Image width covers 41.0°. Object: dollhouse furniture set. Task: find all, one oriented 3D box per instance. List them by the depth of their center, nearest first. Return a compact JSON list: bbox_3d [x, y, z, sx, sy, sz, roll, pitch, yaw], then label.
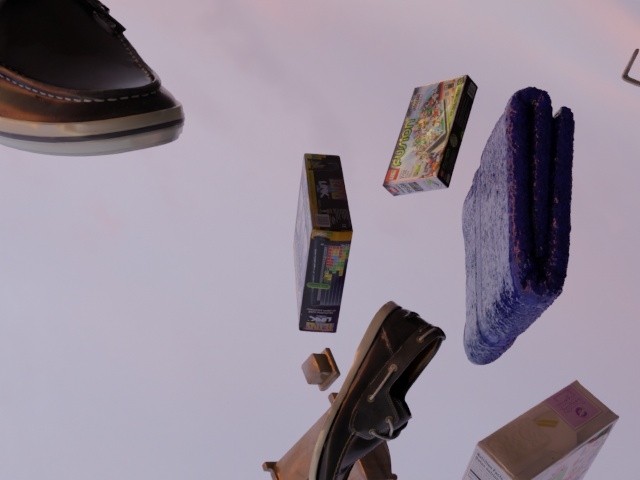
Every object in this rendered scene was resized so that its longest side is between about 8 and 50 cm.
[{"bbox_3d":[0.033,0.392,1.252,0.173,0.303,0.356,11,-137,-38],"label":"dollhouse furniture set"}]

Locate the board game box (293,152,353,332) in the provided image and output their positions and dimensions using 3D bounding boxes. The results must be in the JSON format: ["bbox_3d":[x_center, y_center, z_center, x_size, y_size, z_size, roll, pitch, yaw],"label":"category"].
[{"bbox_3d":[0.000,0.000,0.996,0.048,0.141,0.170,3,-146,-6],"label":"board game box"}]

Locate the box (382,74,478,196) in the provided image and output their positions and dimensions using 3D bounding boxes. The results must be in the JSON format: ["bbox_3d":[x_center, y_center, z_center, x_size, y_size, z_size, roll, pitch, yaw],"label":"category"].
[{"bbox_3d":[0.182,-0.173,1.416,0.036,0.114,0.207,39,-122,-36],"label":"box"}]

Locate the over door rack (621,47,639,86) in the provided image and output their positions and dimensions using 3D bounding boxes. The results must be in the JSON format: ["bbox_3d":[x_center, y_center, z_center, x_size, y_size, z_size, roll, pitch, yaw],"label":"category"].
[{"bbox_3d":[0.456,-0.270,0.821,0.108,0.324,0.239,43,-148,16],"label":"over door rack"}]

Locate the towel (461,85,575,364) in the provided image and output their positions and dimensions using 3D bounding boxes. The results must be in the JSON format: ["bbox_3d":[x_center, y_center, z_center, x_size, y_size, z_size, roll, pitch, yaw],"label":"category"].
[{"bbox_3d":[0.213,0.000,0.934,0.076,0.308,0.228,1,-109,1],"label":"towel"}]

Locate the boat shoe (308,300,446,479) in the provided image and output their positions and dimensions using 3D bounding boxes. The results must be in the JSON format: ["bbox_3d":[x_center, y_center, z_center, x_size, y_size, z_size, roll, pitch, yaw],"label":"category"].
[{"bbox_3d":[0.056,0.184,0.922,0.079,0.233,0.084,26,179,21],"label":"boat shoe"}]

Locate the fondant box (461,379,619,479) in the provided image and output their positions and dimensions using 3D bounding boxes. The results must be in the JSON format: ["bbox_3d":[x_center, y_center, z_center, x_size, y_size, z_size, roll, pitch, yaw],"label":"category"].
[{"bbox_3d":[0.327,0.407,1.404,0.238,0.330,0.096,-22,-129,-32],"label":"fondant box"}]

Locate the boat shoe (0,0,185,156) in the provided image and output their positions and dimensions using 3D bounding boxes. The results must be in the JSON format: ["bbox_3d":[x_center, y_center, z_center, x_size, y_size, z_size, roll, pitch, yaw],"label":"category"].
[{"bbox_3d":[-0.312,-0.226,0.903,0.186,0.156,0.500,-17,-141,-35],"label":"boat shoe"}]
